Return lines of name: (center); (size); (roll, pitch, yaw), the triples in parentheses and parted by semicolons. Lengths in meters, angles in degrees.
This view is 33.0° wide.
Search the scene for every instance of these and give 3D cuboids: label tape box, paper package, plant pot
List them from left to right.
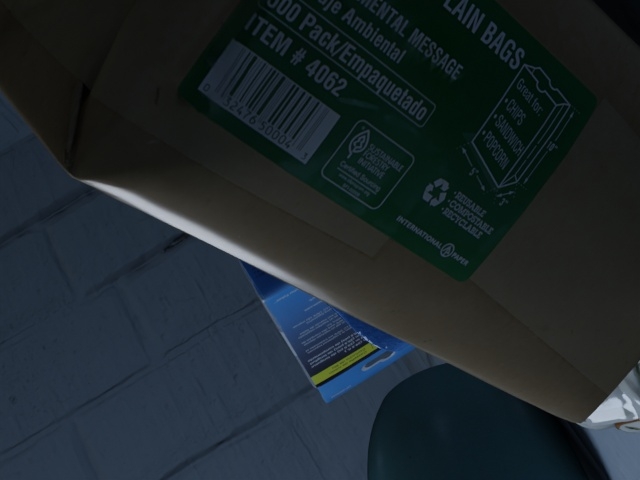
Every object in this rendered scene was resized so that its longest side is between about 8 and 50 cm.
paper package: (0.006, -0.084, 0.545); (0.325, 0.168, 0.309); (30, -174, -38)
label tape box: (0.047, 0.071, 1.589); (0.115, 0.249, 0.348); (56, 175, 34)
plant pot: (0.193, 0.299, 1.401); (0.293, 0.293, 0.235); (64, -171, -53)

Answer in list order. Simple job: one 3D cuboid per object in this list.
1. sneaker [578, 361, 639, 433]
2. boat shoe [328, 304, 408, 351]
sneaker: (0.206, 0.081, 0.616); (0.106, 0.123, 0.290); (61, 175, -3)
boat shoe: (0.000, 0.000, 1.047); (0.258, 0.109, 0.089); (56, -167, -14)
